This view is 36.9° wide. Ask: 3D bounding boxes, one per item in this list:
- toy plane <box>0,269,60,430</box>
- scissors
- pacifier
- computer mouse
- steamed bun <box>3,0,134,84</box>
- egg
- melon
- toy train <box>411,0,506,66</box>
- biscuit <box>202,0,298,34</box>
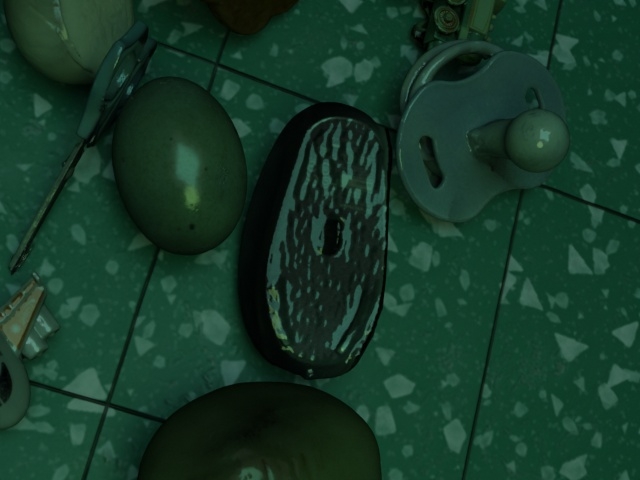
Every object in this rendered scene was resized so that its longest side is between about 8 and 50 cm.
[{"bbox_3d":[-0.433,0.119,1.138,0.245,0.117,0.244,5,74,-17],"label":"toy plane"},{"bbox_3d":[-0.307,-0.113,1.232,0.029,0.191,0.360,27,87,-4],"label":"scissors"},{"bbox_3d":[0.254,-0.156,1.346,0.299,0.233,0.244,-27,113,-21],"label":"pacifier"},{"bbox_3d":[0.001,0.001,1.302,0.203,0.114,0.373,13,81,-16],"label":"computer mouse"},{"bbox_3d":[-0.336,-0.317,1.253,0.131,0.177,0.228,-2,90,25],"label":"steamed bun"},{"bbox_3d":[-0.181,-0.097,1.237,0.169,0.169,0.236,-11,75,-19],"label":"egg"},{"bbox_3d":[-0.076,0.291,1.135,0.308,0.272,0.271,-33,88,-44],"label":"melon"},{"bbox_3d":[0.220,-0.354,1.473,0.125,0.081,0.194,21,71,-16],"label":"toy train"},{"bbox_3d":[-0.094,-0.455,1.282,0.057,0.351,0.312,27,89,31],"label":"biscuit"}]
